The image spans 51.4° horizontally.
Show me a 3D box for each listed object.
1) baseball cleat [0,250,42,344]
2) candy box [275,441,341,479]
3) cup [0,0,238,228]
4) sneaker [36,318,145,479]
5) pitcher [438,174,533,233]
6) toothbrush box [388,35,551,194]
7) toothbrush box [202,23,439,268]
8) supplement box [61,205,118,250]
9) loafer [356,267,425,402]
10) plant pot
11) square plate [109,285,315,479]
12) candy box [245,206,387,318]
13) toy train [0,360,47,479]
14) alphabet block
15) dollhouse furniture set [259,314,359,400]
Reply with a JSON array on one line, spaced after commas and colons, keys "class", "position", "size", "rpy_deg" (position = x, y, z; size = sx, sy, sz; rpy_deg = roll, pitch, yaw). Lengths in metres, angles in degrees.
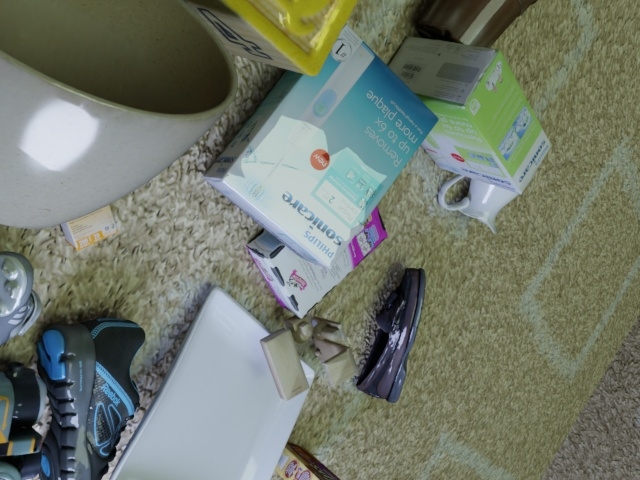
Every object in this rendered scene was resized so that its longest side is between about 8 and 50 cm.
[{"class": "baseball cleat", "position": [-0.381, 0.067, 0.810], "size": [0.206, 0.072, 0.109], "rpy_deg": [-42, 179, 33]}, {"class": "candy box", "position": [-0.016, 0.467, 1.298], "size": [0.109, 0.187, 0.053], "rpy_deg": [37, 82, -46]}, {"class": "cup", "position": [-0.286, -0.151, 0.693], "size": [0.331, 0.331, 0.237], "rpy_deg": [5, 134, -44]}, {"class": "sneaker", "position": [-0.325, 0.273, 0.965], "size": [0.140, 0.125, 0.341], "rpy_deg": [-9, 118, -45]}, {"class": "pitcher", "position": [0.358, -0.137, 1.414], "size": [0.178, 0.125, 0.207], "rpy_deg": [18, 109, -31]}, {"class": "toothbrush box", "position": [0.264, -0.226, 1.209], "size": [0.283, 0.206, 0.122], "rpy_deg": [37, 82, -47]}, {"class": "toothbrush box", "position": [0.001, -0.141, 1.015], "size": [0.216, 0.126, 0.295], "rpy_deg": [41, 81, -21]}, {"class": "supplement box", "position": [-0.316, -0.044, 0.881], "size": [0.062, 0.036, 0.098], "rpy_deg": [-30, 127, -30]}, {"class": "loafer", "position": [0.146, 0.197, 1.386], "size": [0.095, 0.109, 0.302], "rpy_deg": [11, 105, 0]}, {"class": "plant pot", "position": [0.267, -0.408, 1.170], "size": [0.165, 0.167, 0.167], "rpy_deg": [-53, 136, 2]}, {"class": "square plate", "position": [-0.169, 0.304, 1.125], "size": [0.344, 0.049, 0.347], "rpy_deg": [50, 58, -45]}, {"class": "candy box", "position": [0.000, 0.000, 1.170], "size": [0.233, 0.071, 0.159], "rpy_deg": [-42, 132, -21]}, {"class": "toy train", "position": [-0.492, 0.240, 0.792], "size": [0.334, 0.142, 0.190], "rpy_deg": [9, 94, -45]}, {"class": "alphabet block", "position": [-0.079, -0.347, 0.839], "size": [0.193, 0.197, 0.192], "rpy_deg": [27, 90, -46]}, {"class": "dollhouse furniture set", "position": [-0.042, 0.204, 1.213], "size": [0.151, 0.123, 0.144], "rpy_deg": [-25, 105, -27]}]
